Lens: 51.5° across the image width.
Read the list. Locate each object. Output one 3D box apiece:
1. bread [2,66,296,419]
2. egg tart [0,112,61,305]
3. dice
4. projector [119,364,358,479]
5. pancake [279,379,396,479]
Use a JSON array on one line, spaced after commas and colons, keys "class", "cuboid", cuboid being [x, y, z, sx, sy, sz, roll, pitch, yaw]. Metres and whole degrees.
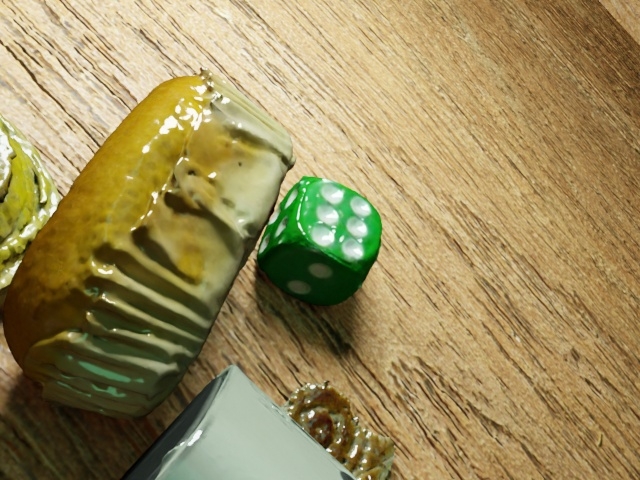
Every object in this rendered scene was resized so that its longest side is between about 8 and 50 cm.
[{"class": "bread", "cuboid": [-0.168, -0.015, 0.694, 0.183, 0.236, 0.389, 31, 49, -15]}, {"class": "egg tart", "cuboid": [-0.394, -0.062, 0.652, 0.294, 0.123, 0.294, 17, 52, -23]}, {"class": "dice", "cuboid": [0.000, 0.000, 0.874, 0.131, 0.120, 0.128, 28, 50, -13]}, {"class": "projector", "cuboid": [-0.072, 0.283, 0.519, 0.249, 0.248, 0.248, 43, 92, -2]}, {"class": "pancake", "cuboid": [0.002, 0.282, 0.734, 0.212, 0.056, 0.257, 51, 48, 5]}]
